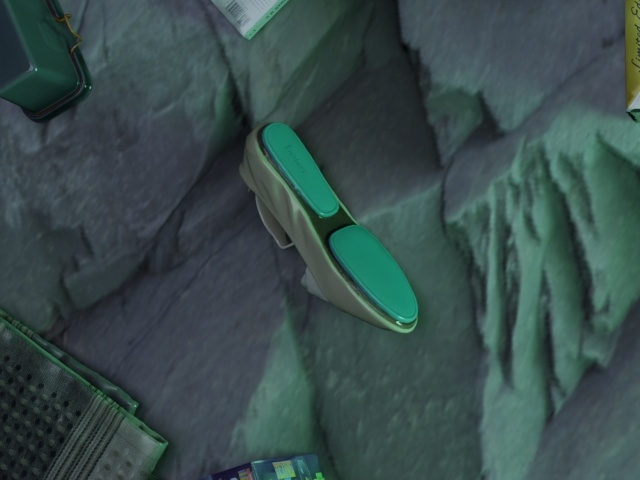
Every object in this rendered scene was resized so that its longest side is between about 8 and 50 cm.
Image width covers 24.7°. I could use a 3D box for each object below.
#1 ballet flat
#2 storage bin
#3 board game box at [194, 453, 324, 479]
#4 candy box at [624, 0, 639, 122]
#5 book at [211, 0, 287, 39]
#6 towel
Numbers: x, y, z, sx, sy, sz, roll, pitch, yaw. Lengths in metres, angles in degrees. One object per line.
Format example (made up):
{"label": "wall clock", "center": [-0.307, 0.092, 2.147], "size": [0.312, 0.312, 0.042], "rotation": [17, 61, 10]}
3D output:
{"label": "ballet flat", "center": [0.000, 0.000, 1.385], "size": [0.086, 0.086, 0.248], "rotation": [-37, 74, 13]}
{"label": "storage bin", "center": [-0.302, -0.200, 1.490], "size": [0.098, 0.091, 0.135], "rotation": [-28, 78, 15]}
{"label": "board game box", "center": [-0.087, 0.240, 1.339], "size": [0.141, 0.170, 0.048], "rotation": [-22, 78, 15]}
{"label": "candy box", "center": [0.383, -0.187, 1.261], "size": [0.233, 0.071, 0.159], "rotation": [-2, 85, 19]}
{"label": "book", "center": [-0.053, -0.283, 1.441], "size": [0.144, 0.035, 0.096], "rotation": [-43, 78, 11]}
{"label": "towel", "center": [-0.332, 0.250, 1.495], "size": [0.312, 0.056, 0.324], "rotation": [34, 99, 21]}
